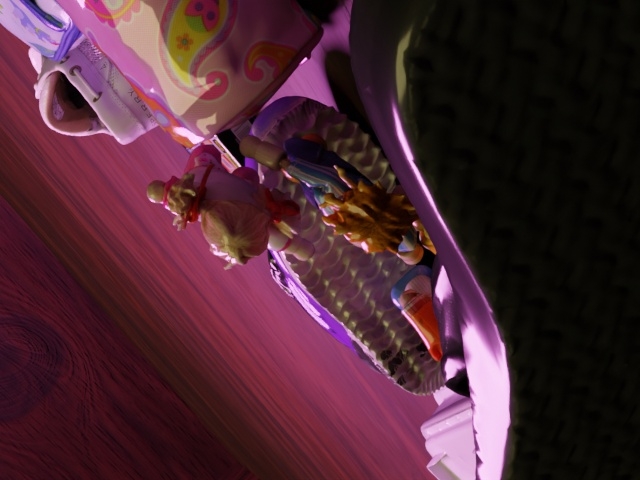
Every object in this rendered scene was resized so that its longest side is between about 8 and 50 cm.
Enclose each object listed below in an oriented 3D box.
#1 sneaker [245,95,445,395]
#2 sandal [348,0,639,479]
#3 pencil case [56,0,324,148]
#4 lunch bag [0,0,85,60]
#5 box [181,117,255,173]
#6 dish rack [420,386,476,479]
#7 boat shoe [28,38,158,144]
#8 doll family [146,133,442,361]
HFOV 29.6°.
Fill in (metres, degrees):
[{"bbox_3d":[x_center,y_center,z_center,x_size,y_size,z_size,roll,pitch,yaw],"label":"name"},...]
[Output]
[{"bbox_3d":[0.000,0.001,0.909,0.146,0.102,0.293,30,160,45],"label":"sneaker"},{"bbox_3d":[0.117,0.009,0.567,0.107,0.167,0.446,57,170,45],"label":"sandal"},{"bbox_3d":[-0.127,-0.186,0.710,0.284,0.124,0.124,47,165,-9],"label":"pencil case"},{"bbox_3d":[-0.247,-0.247,0.929,0.219,0.090,0.176,47,162,-13],"label":"lunch bag"},{"bbox_3d":[-0.035,-0.028,1.053,0.207,0.036,0.114,50,165,-21],"label":"box"},{"bbox_3d":[0.207,0.233,1.055,0.285,0.072,0.333,43,166,5],"label":"dish rack"},{"bbox_3d":[-0.223,-0.145,1.120,0.098,0.096,0.277,52,164,-29],"label":"boat shoe"},{"bbox_3d":[0.037,-0.010,0.710,0.263,0.118,0.163,29,-171,-17],"label":"doll family"}]
